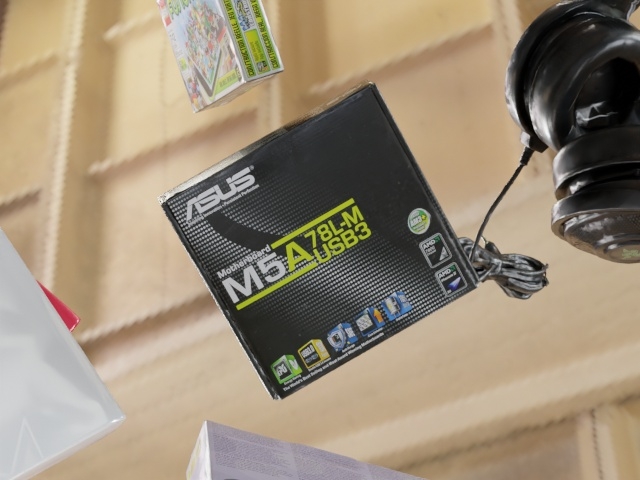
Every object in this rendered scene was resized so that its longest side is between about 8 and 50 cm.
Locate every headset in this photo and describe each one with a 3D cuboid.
[{"bbox_3d":[0.254,-0.077,1.400,0.394,0.185,0.243,-40,-132,32],"label":"headset"}]

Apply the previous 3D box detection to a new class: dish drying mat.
[{"bbox_3d":[-0.295,0.069,1.778,0.032,0.083,0.008,-53,-165,-21],"label":"dish drying mat"}]

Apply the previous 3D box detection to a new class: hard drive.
[{"bbox_3d":[-0.321,0.055,1.285,0.210,0.319,0.040,-27,167,-39],"label":"hard drive"}]

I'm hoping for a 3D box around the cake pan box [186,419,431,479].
[{"bbox_3d":[0.012,0.262,1.530,0.246,0.266,0.070,-113,-140,-73],"label":"cake pan box"}]

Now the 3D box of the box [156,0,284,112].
[{"bbox_3d":[-0.090,-0.180,1.451,0.036,0.114,0.207,-20,-178,-16],"label":"box"}]

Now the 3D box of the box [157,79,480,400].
[{"bbox_3d":[0.000,0.000,1.297,0.190,0.184,0.045,-29,-164,-3],"label":"box"}]
